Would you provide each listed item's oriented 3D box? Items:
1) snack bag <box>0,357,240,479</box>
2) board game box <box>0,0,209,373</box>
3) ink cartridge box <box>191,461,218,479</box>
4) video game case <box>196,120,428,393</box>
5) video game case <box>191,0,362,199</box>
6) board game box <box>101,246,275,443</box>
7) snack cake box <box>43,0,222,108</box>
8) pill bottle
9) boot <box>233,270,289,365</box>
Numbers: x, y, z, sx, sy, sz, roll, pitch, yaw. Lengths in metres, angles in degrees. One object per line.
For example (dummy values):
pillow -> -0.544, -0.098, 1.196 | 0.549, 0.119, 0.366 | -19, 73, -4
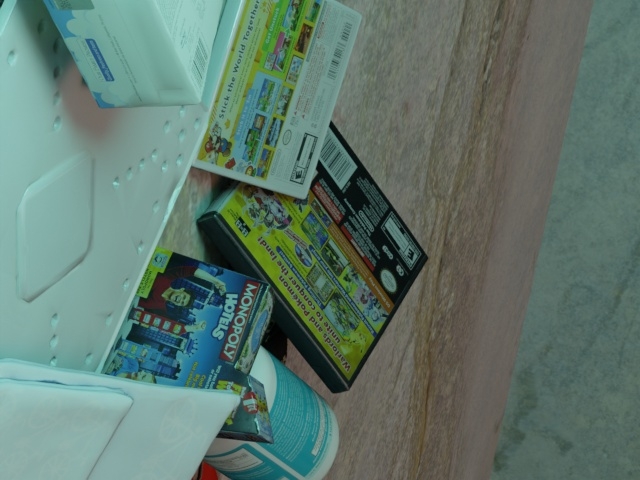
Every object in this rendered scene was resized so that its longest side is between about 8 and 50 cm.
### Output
snack bag -> -0.241, 0.263, 1.237 | 0.342, 0.037, 0.323 | 18, 103, -56
board game box -> -0.243, -0.018, 1.178 | 0.390, 0.050, 0.390 | 56, 54, -68
ink cartridge box -> -0.172, 0.351, 1.706 | 0.239, 0.060, 0.275 | -58, 157, -33
video game case -> 0.000, 0.000, 1.663 | 0.275, 0.035, 0.248 | 53, 46, -21
video game case -> -0.051, -0.172, 1.527 | 0.206, 0.026, 0.227 | 15, 93, -53
board game box -> -0.122, 0.126, 1.427 | 0.194, 0.194, 0.060 | -68, 161, -10
snack cake box -> -0.132, -0.253, 1.091 | 0.152, 0.089, 0.264 | 69, 25, -53
pill bottle -> -0.092, 0.195, 1.604 | 0.264, 0.146, 0.146 | 47, 61, -52
boot -> -0.059, 0.067, 1.740 | 0.178, 0.085, 0.236 | 93, 20, -52
